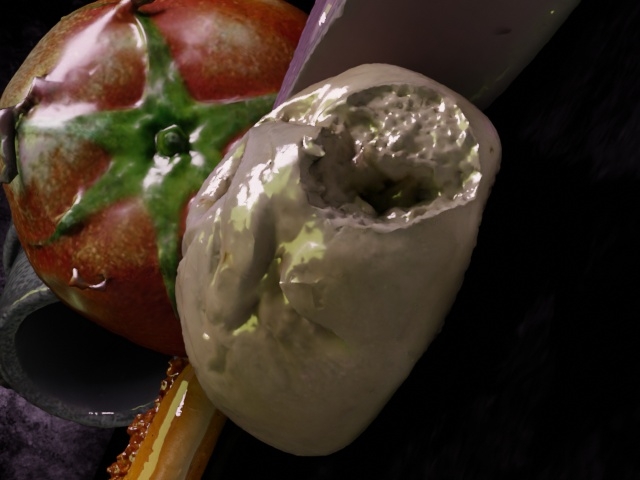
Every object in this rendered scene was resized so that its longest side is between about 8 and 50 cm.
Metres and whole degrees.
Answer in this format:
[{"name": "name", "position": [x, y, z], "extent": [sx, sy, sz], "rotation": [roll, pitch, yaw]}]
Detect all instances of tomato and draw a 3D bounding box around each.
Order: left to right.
[{"name": "tomato", "position": [-0.104, -0.054, 1.169], "extent": [0.239, 0.303, 0.303], "rotation": [63, -130, -80]}]

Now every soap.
[{"name": "soap", "position": [0.092, -0.201, 0.816], "extent": [0.285, 0.107, 0.296], "rotation": [-53, 15, 51]}]

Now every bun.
[{"name": "bun", "position": [0.000, 0.000, 0.719], "extent": [0.193, 0.128, 0.178], "rotation": [-54, 12, 47]}]

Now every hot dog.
[{"name": "hot dog", "position": [-0.144, 0.201, 1.265], "extent": [0.249, 0.076, 0.102], "rotation": [-65, 11, -7]}]

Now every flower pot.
[{"name": "flower pot", "position": [-0.252, 0.062, 1.773], "extent": [0.283, 0.299, 0.299], "rotation": [-86, 21, -47]}]
